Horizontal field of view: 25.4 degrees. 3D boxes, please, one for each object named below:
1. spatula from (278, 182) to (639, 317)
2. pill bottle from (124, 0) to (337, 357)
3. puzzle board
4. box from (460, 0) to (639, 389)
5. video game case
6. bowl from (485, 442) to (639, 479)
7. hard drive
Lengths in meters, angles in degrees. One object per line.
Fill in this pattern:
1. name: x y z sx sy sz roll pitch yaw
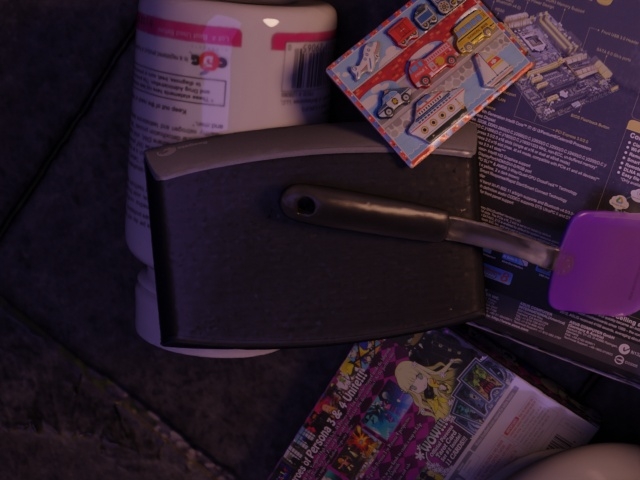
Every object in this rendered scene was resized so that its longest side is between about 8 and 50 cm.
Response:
1. spatula: 0.114 -0.002 1.033 0.296 0.030 0.084 11 109 -6
2. pill bottle: -0.077 -0.058 1.159 0.160 0.160 0.283 9 105 15
3. puzzle board: 0.082 -0.128 1.042 0.128 0.011 0.096 -40 85 -13
4. box: 0.263 -0.048 1.094 0.394 0.097 0.318 20 110 12
5. video game case: 0.092 0.184 1.227 0.210 0.042 0.232 33 110 6
6. bowl: 0.194 0.261 1.131 0.298 0.297 0.134 -57 41 20
7. hard drive: 0.000 0.000 1.067 0.254 0.054 0.172 -5 101 -4
